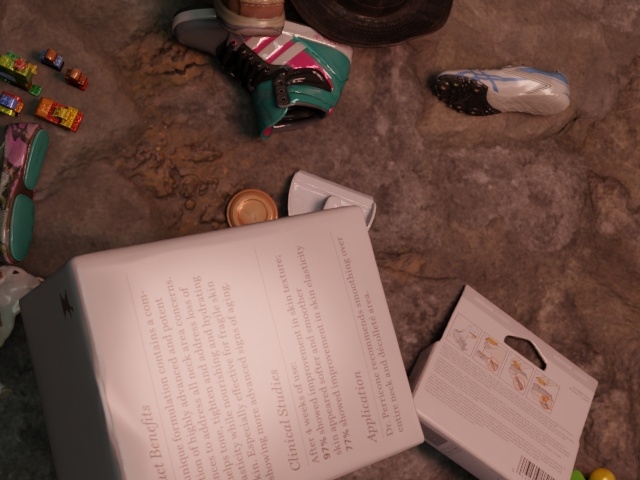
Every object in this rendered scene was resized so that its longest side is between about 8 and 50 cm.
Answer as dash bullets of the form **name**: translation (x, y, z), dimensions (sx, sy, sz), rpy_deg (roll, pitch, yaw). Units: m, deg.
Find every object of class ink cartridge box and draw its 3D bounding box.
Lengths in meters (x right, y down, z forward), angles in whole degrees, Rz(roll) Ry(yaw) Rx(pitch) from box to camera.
- **ink cartridge box**: translation (0.293, 0.259, 1.377), dimensions (0.296, 0.066, 0.261), rpy_deg (36, 53, -5)

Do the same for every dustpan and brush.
- **dustpan and brush**: translation (0.000, 0.000, 1.351), dimensions (0.147, 0.060, 0.211), rpy_deg (20, 79, -8)

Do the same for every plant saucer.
- **plant saucer**: translation (-0.110, -0.042, 1.359), dimensions (0.083, 0.013, 0.084), rpy_deg (2, 82, -11)

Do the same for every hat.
- **hat**: translation (0.082, -0.476, 1.353), dimensions (0.331, 0.134, 0.331), rpy_deg (4, 63, -8)

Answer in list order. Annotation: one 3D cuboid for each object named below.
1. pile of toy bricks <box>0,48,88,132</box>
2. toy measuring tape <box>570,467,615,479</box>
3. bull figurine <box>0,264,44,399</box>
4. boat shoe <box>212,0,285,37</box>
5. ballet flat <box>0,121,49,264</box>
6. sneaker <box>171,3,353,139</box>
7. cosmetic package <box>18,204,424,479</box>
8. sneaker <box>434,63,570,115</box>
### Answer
- **pile of toy bricks**: translation (-0.455, -0.251, 1.268), dimensions (0.212, 0.105, 0.118), rpy_deg (22, 79, -8)
- **toy measuring tape**: translation (0.375, 0.502, 1.332), dimensions (0.121, 0.121, 0.330), rpy_deg (43, 77, -4)
- **bull figurine**: translation (-0.516, 0.130, 1.143), dimensions (0.310, 0.101, 0.188), rpy_deg (-10, 51, -32)
- **boat shoe**: translation (-0.132, -0.425, 1.277), dimensions (0.123, 0.116, 0.324), rpy_deg (-12, 44, -26)
- **ballet flat**: translation (-0.466, -0.073, 1.268), dimensions (0.079, 0.077, 0.222), rpy_deg (4, 77, 8)
- **sneaker**: translation (-0.099, -0.255, 1.338), dimensions (0.295, 0.124, 0.179), rpy_deg (11, 71, -11)
- **cosmetic package**: translation (-0.143, 0.168, 1.115), dimensions (0.393, 0.327, 0.330), rpy_deg (-11, 85, -31)
- **sneaker**: translation (0.309, -0.264, 1.446), dimensions (0.237, 0.085, 0.086), rpy_deg (4, 56, -7)
